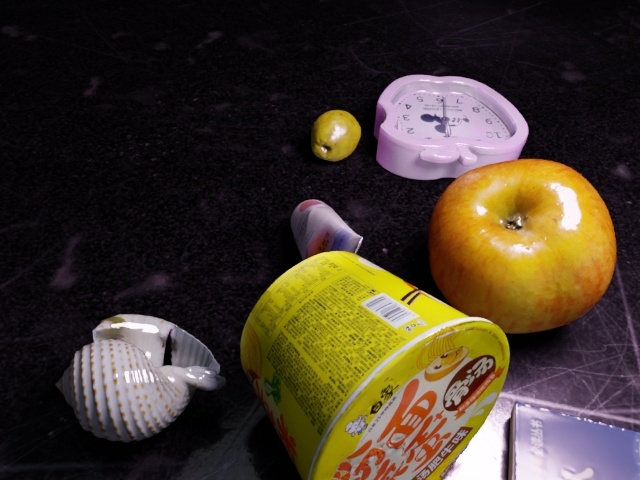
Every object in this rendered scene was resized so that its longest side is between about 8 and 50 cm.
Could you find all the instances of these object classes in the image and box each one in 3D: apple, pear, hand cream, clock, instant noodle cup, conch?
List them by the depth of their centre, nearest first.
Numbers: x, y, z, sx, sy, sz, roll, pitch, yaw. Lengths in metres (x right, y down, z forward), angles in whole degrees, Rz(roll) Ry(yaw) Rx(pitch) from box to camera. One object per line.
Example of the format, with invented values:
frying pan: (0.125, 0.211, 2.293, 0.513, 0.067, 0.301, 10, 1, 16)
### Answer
instant noodle cup: (0.053, 0.167, 0.734, 0.312, 0.311, 0.221, -22, 41, -26)
conch: (-0.242, 0.194, 0.774, 0.200, 0.131, 0.172, 23, 12, -22)
apple: (0.319, -0.003, 0.932, 0.302, 0.301, 0.301, 3, 44, -3)
hand cream: (0.000, 0.000, 0.959, 0.078, 0.124, 0.340, 26, 12, -15)
pear: (0.032, -0.228, 1.254, 0.107, 0.107, 0.131, 21, 49, 16)
clock: (0.283, -0.247, 1.305, 0.339, 0.102, 0.338, 3, 45, -2)

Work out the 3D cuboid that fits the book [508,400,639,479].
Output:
book: (0.442, 0.382, 0.703, 0.428, 0.039, 0.300, 13, 44, 8)
